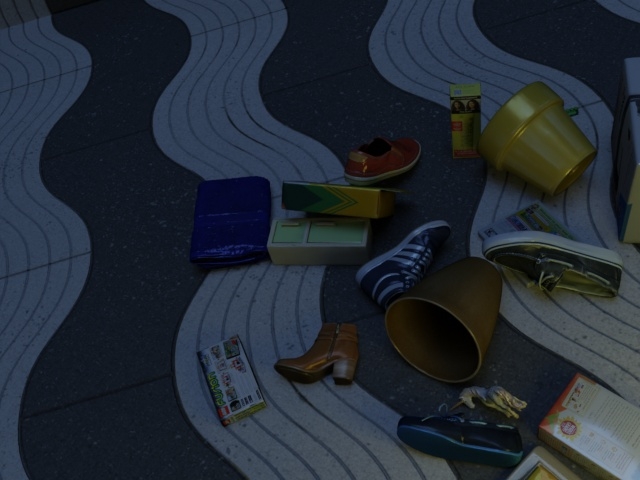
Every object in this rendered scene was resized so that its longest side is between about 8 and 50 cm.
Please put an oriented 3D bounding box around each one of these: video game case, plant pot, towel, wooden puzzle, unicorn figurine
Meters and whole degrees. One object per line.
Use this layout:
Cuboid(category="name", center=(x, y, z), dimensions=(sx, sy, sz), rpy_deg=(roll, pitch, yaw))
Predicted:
Cuboid(category="video game case", center=(0.546, 0.004, 1.728), dimensions=(0.193, 0.023, 0.212), rpy_deg=(-27, 50, -9))
Cuboid(category="plant pot", center=(0.593, -0.255, 1.801), dimensions=(0.254, 0.254, 0.239), rpy_deg=(-37, 68, -16))
Cuboid(category="plant pot", center=(0.313, 0.152, 1.550), dimensions=(0.237, 0.237, 0.254), rpy_deg=(22, 46, 28))
Cuboid(category="towel", center=(-0.253, -0.053, 1.941), dimensions=(0.228, 0.076, 0.308), rpy_deg=(-4, 50, 1))
Cuboid(category="wooden puzzle", center=(0.438, 0.544, 1.297), dimensions=(0.239, 0.044, 0.221), rpy_deg=(-38, 53, -18))
Cuboid(category="unicorn figurine", center=(0.370, 0.344, 1.448), dimensions=(0.111, 0.162, 0.060), rpy_deg=(30, 54, 1))

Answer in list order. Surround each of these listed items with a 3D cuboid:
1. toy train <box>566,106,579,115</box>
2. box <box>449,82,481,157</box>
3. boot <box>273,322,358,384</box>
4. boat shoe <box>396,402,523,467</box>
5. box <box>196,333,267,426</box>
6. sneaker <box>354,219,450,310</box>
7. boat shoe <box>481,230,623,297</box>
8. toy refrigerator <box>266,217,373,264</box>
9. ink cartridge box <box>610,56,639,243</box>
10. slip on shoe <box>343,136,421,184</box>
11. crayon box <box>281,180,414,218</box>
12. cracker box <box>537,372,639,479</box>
Cuboid(category="toy train", center=(0.730, -0.378, 2.001), dimensions=(0.083, 0.017, 0.023), rpy_deg=(-16, 59, 0))
Cuboid(category="box", center=(0.412, -0.336, 1.901), dimensions=(0.088, 0.232, 0.058), rpy_deg=(0, 51, 12))
Cuboid(category="boot", center=(-0.006, 0.265, 1.618), dimensions=(0.197, 0.073, 0.152), rpy_deg=(7, 53, 3))
Cuboid(category="boat shoe", center=(0.291, 0.411, 1.421), dimensions=(0.259, 0.109, 0.089), rpy_deg=(14, 47, 4))
Cuboid(category="box", center=(-0.218, 0.335, 1.630), dimensions=(0.114, 0.036, 0.207), rpy_deg=(-24, 50, -6))
Cuboid(category="sneaker", center=(0.240, 0.071, 1.695), dimensions=(0.282, 0.099, 0.153), rpy_deg=(-33, 46, -5))
Cuboid(category="boat shoe", center=(0.551, 0.062, 1.589), dimensions=(0.336, 0.121, 0.119), rpy_deg=(8, 62, 5))
Cuboid(category="toy refrigerator", center=(0.000, 0.000, 1.816), dimensions=(0.270, 0.094, 0.102), rpy_deg=(0, 52, 14))
Cuboid(category="ink cartridge box", center=(0.836, -0.228, 1.677), dimensions=(0.166, 0.285, 0.394), rpy_deg=(3, 52, 16))
Cuboid(category="slip on shoe", center=(0.186, -0.247, 1.914), dimensions=(0.123, 0.101, 0.331), rpy_deg=(22, 32, 33))
Cuboid(category="crayon box", center=(0.078, -0.111, 1.821), dimensions=(0.319, 0.202, 0.081), rpy_deg=(6, 96, 19))
Cuboid(category="cracker box", center=(0.585, 0.399, 1.366), dimensions=(0.232, 0.067, 0.156), rpy_deg=(31, 65, 33))
